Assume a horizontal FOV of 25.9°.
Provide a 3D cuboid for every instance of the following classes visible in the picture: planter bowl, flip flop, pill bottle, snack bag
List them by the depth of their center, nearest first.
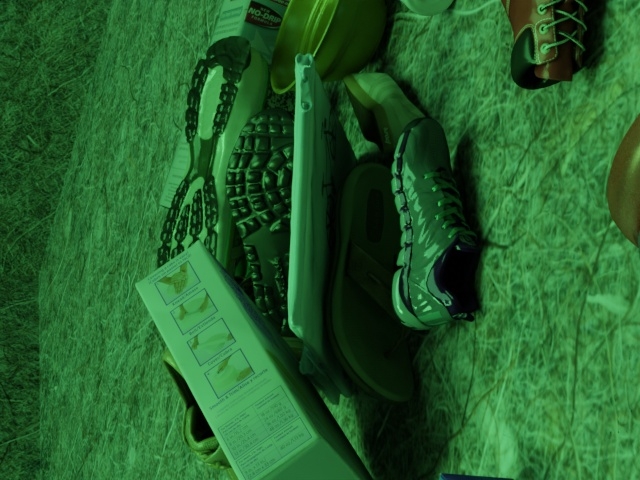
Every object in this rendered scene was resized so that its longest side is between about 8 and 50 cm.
[{"bbox_3d":[0.072,0.041,1.524,0.080,0.112,0.277,-19,62,44],"label":"flip flop"},{"bbox_3d":[0.107,-0.302,1.583,0.120,0.067,0.067,-122,43,-62],"label":"pill bottle"},{"bbox_3d":[0.000,0.000,1.590,0.342,0.037,0.323,60,-149,-70],"label":"snack bag"},{"bbox_3d":[0.023,-0.271,1.755,0.217,0.090,0.217,-55,23,38],"label":"planter bowl"}]

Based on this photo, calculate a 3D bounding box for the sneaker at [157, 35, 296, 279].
[{"bbox_3d":[-0.091,-0.056,1.860,0.158,0.182,0.410,11,89,57],"label":"sneaker"}]

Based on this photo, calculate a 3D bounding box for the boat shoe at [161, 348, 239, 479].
[{"bbox_3d":[-0.132,0.236,1.812,0.122,0.110,0.341,27,144,39],"label":"boat shoe"}]

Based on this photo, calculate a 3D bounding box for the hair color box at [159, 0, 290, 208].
[{"bbox_3d":[-0.113,-0.207,2.022,0.185,0.114,0.374,-164,91,-72],"label":"hair color box"}]

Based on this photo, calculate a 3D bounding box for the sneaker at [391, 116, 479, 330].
[{"bbox_3d":[0.131,-0.021,1.430,0.098,0.083,0.223,-9,78,49],"label":"sneaker"}]

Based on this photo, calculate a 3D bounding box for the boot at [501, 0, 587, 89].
[{"bbox_3d":[0.221,-0.241,1.209,0.244,0.088,0.176,115,155,-61],"label":"boot"}]

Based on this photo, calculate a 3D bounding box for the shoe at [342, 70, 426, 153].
[{"bbox_3d":[0.075,-0.155,1.653,0.219,0.058,0.076,-119,9,-66],"label":"shoe"}]

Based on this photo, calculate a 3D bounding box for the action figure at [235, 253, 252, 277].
[{"bbox_3d":[-0.134,0.040,2.174,0.137,0.063,0.232,172,108,-74],"label":"action figure"}]

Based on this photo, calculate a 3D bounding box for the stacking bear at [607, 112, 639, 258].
[{"bbox_3d":[0.287,0.062,0.805,0.164,0.175,0.289,121,143,-45],"label":"stacking bear"}]

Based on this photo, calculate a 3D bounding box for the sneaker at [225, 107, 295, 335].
[{"bbox_3d":[-0.043,-0.035,1.724,0.124,0.107,0.283,-53,-39,-63],"label":"sneaker"}]

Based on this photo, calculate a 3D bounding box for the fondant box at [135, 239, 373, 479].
[{"bbox_3d":[-0.055,0.183,1.515,0.330,0.096,0.238,53,179,44],"label":"fondant box"}]

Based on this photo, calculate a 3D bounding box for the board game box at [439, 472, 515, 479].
[{"bbox_3d":[0.144,0.405,1.190,0.233,0.078,0.347,-142,61,-68],"label":"board game box"}]

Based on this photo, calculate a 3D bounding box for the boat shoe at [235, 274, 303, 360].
[{"bbox_3d":[-0.081,0.096,1.909,0.342,0.123,0.123,-176,92,-77],"label":"boat shoe"}]
